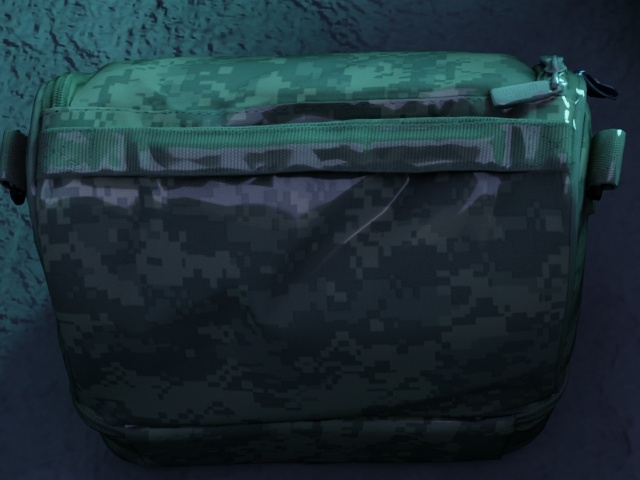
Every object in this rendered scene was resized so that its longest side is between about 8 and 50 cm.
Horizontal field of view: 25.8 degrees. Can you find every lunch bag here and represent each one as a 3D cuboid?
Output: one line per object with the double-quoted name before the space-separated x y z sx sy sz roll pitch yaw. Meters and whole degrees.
"lunch bag" 0.000 0.000 0.777 0.305 0.256 0.212 0 69 3
